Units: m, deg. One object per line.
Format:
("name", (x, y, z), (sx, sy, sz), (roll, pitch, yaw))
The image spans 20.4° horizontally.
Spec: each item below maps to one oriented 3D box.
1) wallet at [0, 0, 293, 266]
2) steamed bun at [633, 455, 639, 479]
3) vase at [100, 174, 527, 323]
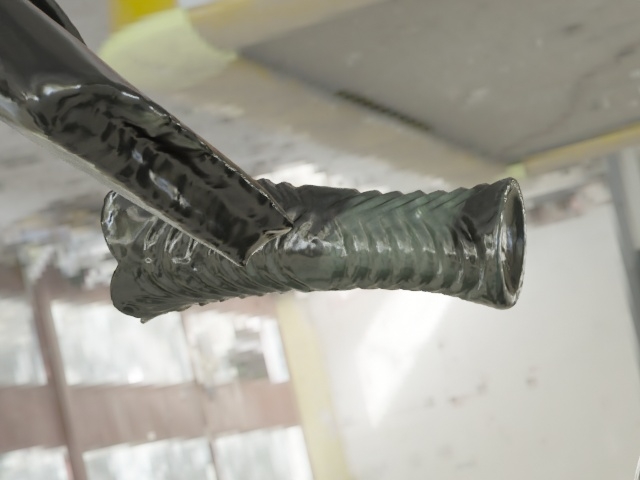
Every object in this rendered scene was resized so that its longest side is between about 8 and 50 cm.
("wallet", (-0.168, -0.113, 0.667), (0.051, 0.377, 0.197), (-53, 153, 2))
("steamed bun", (0.332, 0.174, 1.028), (0.334, 0.374, 0.334), (14, 163, 5))
("vase", (0.000, 0.000, 1.061), (0.237, 0.115, 0.115), (2, 177, 18))
